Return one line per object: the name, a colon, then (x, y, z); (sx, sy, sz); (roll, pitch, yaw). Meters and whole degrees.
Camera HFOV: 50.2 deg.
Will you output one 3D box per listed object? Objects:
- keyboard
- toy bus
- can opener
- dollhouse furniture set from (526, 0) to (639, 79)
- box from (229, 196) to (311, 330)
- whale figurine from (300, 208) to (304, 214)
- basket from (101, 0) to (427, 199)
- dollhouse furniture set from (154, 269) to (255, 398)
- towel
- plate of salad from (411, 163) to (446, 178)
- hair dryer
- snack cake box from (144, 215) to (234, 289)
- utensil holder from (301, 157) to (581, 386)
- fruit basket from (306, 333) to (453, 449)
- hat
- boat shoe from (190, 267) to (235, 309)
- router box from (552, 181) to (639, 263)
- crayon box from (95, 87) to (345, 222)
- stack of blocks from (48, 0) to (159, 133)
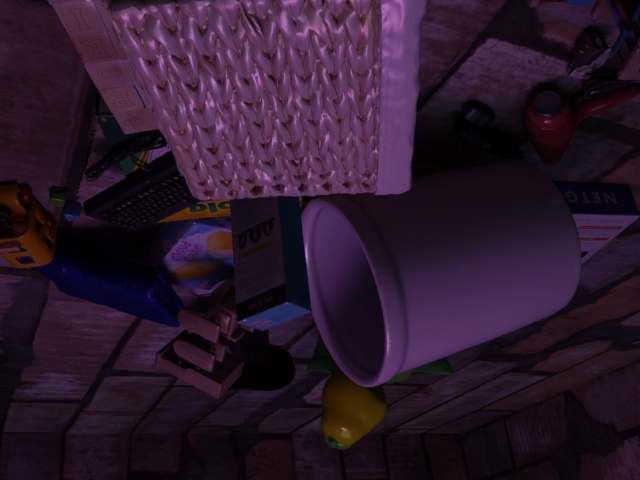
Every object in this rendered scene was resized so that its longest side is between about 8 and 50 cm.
keyboard: (-0.253, -0.095, 1.055); (0.317, 0.033, 0.202); (-23, 148, 30)
toy bus: (-0.567, -0.025, 1.258); (0.202, 0.104, 0.191); (17, 144, -38)
can opener: (0.303, -0.179, 1.211); (0.186, 0.059, 0.073); (20, 142, -39)
dollhouse furniture set: (0.380, -0.303, 0.921); (0.184, 0.129, 0.129); (-5, 152, -6)
box: (-0.080, 0.006, 1.052); (0.101, 0.244, 0.060); (-24, 148, 31)
whale figurine: (0.000, 0.000, 1.347); (0.272, 0.141, 0.216); (-29, 106, 23)
basket: (-0.037, -0.252, 0.729); (0.267, 0.328, 0.331); (-4, 153, 4)
dollhouse furniture set: (-0.239, 0.183, 1.430); (0.161, 0.212, 0.242); (24, 120, 16)
towel: (-0.439, 0.085, 1.422); (0.308, 0.076, 0.227); (15, 159, 13)
plate of salad: (0.172, -0.087, 1.368); (0.200, 0.048, 0.199); (-6, 152, -3)
hair dryer: (0.455, -0.217, 1.154); (0.224, 0.080, 0.293); (4, 150, -21)
snack cake box: (-0.244, 0.002, 1.399); (0.152, 0.089, 0.264); (11, 147, -31)
utensil holder: (0.199, 0.038, 1.192); (0.386, 0.327, 0.327); (-16, 156, -21)
fruit basket: (0.133, 0.369, 1.813); (0.283, 0.391, 0.392); (12, 147, -31)
hat: (-0.216, 0.250, 1.697); (0.332, 0.331, 0.133); (5, 106, -21)
boat shoe: (-0.146, 0.101, 1.546); (0.307, 0.113, 0.104); (-14, 121, 15)
router box: (0.475, -0.016, 1.530); (0.336, 0.082, 0.301); (1, 151, -15)
crayon box: (-0.135, -0.158, 1.102); (0.363, 0.106, 0.313); (-6, 152, -2)
stack of blocks: (-0.231, -0.283, 0.780); (0.087, 0.171, 0.297); (-8, 151, 2)
